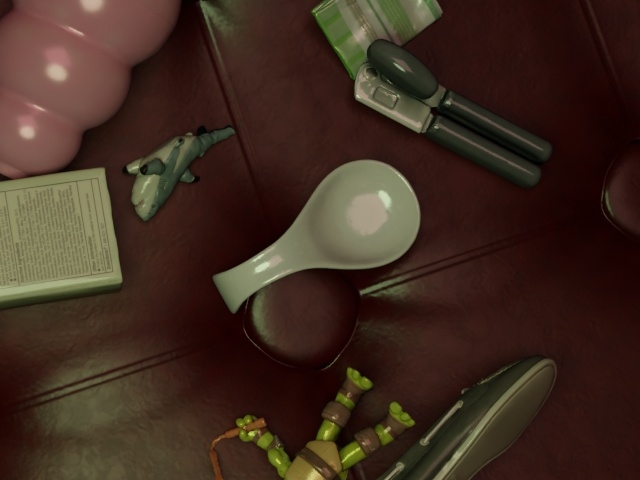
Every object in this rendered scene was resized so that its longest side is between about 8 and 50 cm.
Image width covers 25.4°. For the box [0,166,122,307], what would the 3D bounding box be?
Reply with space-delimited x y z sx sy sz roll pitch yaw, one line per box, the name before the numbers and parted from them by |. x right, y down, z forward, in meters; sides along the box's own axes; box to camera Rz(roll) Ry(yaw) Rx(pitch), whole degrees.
box | -0.399 0.011 1.687 0.311 0.121 0.148 -7 83 -10

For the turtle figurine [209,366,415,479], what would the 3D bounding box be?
turtle figurine | 0.013 0.274 1.711 0.217 0.087 0.269 -45 54 -11

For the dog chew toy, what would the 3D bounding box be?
dog chew toy | -0.303 -0.226 1.703 0.207 0.206 0.331 25 87 -5

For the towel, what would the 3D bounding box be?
towel | 0.075 -0.293 1.834 0.152 0.023 0.113 -38 111 -10

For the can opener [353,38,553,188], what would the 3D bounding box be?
can opener | 0.169 -0.157 1.820 0.280 0.093 0.074 29 78 -9

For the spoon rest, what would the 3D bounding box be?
spoon rest | 0.000 0.000 1.771 0.276 0.084 0.137 -30 88 -11

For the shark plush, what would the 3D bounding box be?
shark plush | -0.179 -0.095 1.788 0.161 0.073 0.067 -42 111 -32

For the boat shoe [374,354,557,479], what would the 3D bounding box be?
boat shoe | 0.155 0.251 1.748 0.095 0.112 0.335 33 72 33
